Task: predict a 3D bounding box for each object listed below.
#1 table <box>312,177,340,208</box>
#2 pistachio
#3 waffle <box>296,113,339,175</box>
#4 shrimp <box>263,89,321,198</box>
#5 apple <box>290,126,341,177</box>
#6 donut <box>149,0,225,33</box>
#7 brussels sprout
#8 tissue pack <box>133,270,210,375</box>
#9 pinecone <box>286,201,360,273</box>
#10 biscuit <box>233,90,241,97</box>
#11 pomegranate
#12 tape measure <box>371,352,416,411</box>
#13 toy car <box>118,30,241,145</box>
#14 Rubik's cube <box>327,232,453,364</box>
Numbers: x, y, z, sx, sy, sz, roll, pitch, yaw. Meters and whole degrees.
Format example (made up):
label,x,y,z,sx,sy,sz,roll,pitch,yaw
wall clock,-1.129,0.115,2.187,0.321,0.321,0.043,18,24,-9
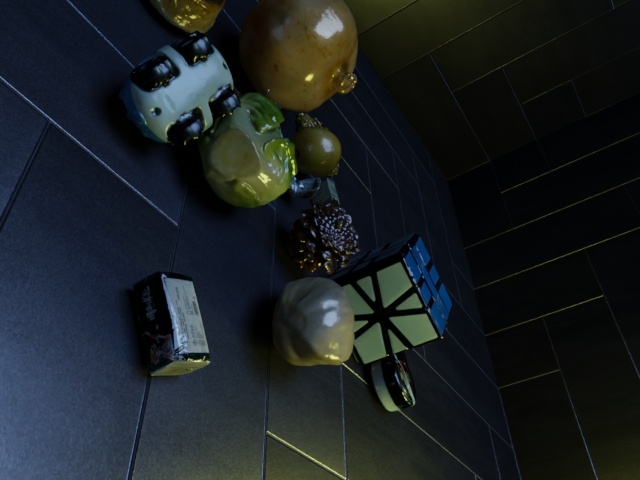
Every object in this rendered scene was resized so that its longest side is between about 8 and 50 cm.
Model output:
label,x,y,z,sx,sy,sz,roll,pitch,yaw
table,0.012,-0.150,1.975,0.062,0.079,0.083,21,51,-60
pistachio,-0.008,0.191,1.432,0.226,0.208,0.332,42,10,0
waffle,-0.006,-0.347,2.164,0.228,0.051,0.232,36,38,-50
shrimp,-0.139,-0.270,1.687,0.222,0.165,0.411,-90,159,-49
apple,-0.020,-0.285,1.935,0.182,0.182,0.155,14,85,-62
donut,-0.373,-0.726,1.606,0.330,0.159,0.330,42,28,-29
brussels sprout,-0.175,-0.214,1.437,0.294,0.227,0.260,-70,138,-75
tissue pack,-0.267,0.150,1.064,0.103,0.090,0.170,20,48,-60
pinecone,0.000,0.000,1.657,0.208,0.207,0.208,47,29,-37
biscuit,-0.222,-0.371,1.752,0.175,0.026,0.124,43,32,-41
pomegranate,-0.052,-0.594,1.864,0.411,0.411,0.412,47,29,-37
tape measure,0.222,0.430,1.826,0.181,0.107,0.182,33,39,-57
toy car,-0.314,-0.320,1.282,0.255,0.190,0.189,-48,124,-32
Rubik's cube,0.210,0.174,1.824,0.289,0.293,0.283,62,21,-5
